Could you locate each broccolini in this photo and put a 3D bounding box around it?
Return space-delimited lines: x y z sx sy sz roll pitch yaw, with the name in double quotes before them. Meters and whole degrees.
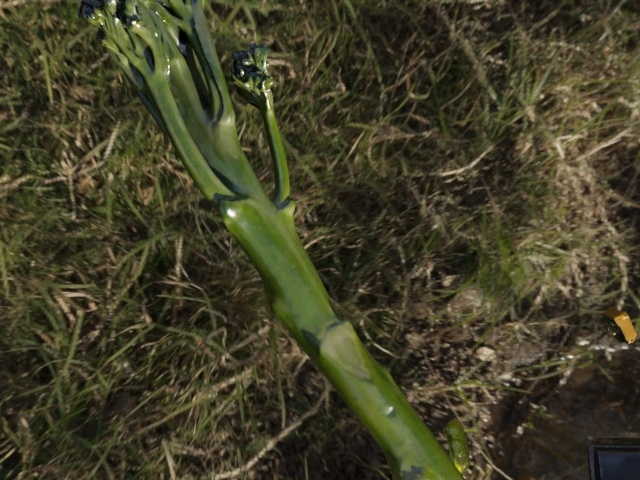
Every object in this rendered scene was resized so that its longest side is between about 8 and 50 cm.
"broccolini" 0.000 0.001 0.384 0.074 0.079 0.392 -32 96 26

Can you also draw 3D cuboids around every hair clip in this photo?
"hair clip" 0.261 0.425 1.390 0.046 0.072 0.173 -11 45 22

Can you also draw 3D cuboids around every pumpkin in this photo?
"pumpkin" 0.699 0.201 1.699 0.054 0.083 0.074 -29 93 -1

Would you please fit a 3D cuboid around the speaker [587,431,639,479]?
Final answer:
"speaker" 0.500 0.401 1.052 0.192 0.153 0.230 11 72 -47
